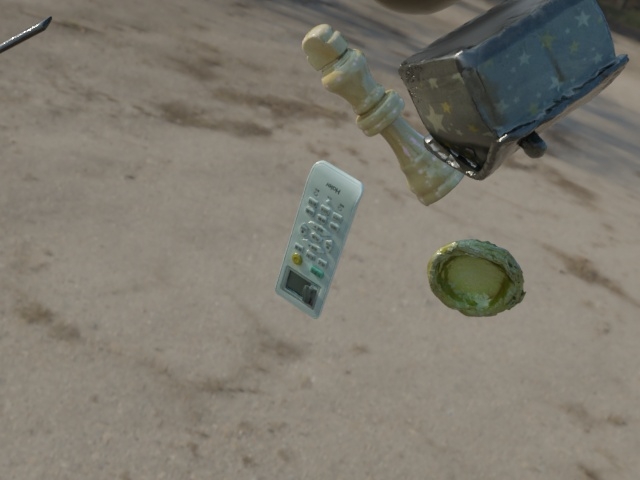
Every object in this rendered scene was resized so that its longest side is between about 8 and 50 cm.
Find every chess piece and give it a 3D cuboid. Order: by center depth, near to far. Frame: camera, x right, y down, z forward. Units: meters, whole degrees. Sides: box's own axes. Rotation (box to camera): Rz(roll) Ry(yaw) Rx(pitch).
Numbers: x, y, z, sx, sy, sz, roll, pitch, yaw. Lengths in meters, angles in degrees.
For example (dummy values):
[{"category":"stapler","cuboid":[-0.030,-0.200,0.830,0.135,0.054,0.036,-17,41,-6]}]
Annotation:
[{"category":"chess piece","cuboid":[0.112,-0.245,1.784,0.397,0.117,0.117,47,15,-16]}]

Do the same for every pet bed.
[{"category":"pet bed","cuboid":[0.226,-0.180,1.085,0.211,0.159,0.183,-33,16,-18]}]

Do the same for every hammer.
[{"category":"hammer","cuboid":[-0.427,-0.244,1.240,0.021,0.178,0.065,62,1,-42]}]

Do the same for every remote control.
[{"category":"remote control","cuboid":[-0.001,0.001,1.664,0.103,0.293,0.051,33,35,21]}]

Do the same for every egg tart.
[{"category":"egg tart","cuboid":[0.306,0.062,1.859,0.197,0.197,0.078,20,43,-1]}]

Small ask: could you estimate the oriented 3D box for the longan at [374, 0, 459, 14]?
[{"category":"longan","cuboid":[0.222,-0.674,2.068,0.361,0.360,0.361,18,21,-7]}]
